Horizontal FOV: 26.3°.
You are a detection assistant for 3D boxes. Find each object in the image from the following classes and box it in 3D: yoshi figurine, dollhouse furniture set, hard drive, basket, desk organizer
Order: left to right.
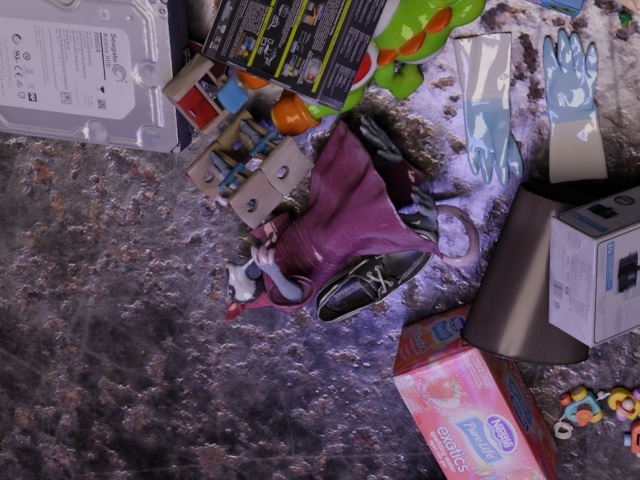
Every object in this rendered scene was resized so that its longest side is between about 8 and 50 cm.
[{"bbox_3d":[-0.347,-0.255,1.941,0.338,0.064,0.237,9,119,18],"label":"hard drive"},{"bbox_3d":[-0.189,-0.270,1.949,0.130,0.047,0.050,23,116,-2],"label":"desk organizer"},{"bbox_3d":[-0.131,-0.133,1.873,0.129,0.129,0.184,-47,131,-8],"label":"dollhouse furniture set"},{"bbox_3d":[0.072,-0.291,1.850,0.362,0.203,0.203,-22,73,34],"label":"yoshi figurine"},{"bbox_3d":[0.316,0.042,1.933,0.204,0.154,0.227,4,107,-30],"label":"basket"}]

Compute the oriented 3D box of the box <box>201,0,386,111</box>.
[{"bbox_3d":[-0.017,-0.327,1.767,0.216,0.060,0.270,25,97,35],"label":"box"}]

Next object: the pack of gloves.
[{"bbox_3d":[0.293,-0.176,1.910,0.195,0.046,0.232,-4,116,13],"label":"pack of gloves"}]

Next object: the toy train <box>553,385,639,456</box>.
[{"bbox_3d":[0.447,0.286,2.118,0.166,0.046,0.125,5,117,7],"label":"toy train"}]

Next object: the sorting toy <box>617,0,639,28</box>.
[{"bbox_3d":[0.415,-0.325,1.829,0.062,0.012,0.083,30,115,-11],"label":"sorting toy"}]

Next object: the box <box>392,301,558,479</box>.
[{"bbox_3d":[0.240,0.264,2.085,0.142,0.154,0.300,-21,110,20],"label":"box"}]

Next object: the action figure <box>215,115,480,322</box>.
[{"bbox_3d":[0.000,0.000,1.998,0.275,0.248,0.370,30,119,-31],"label":"action figure"}]

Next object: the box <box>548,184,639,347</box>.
[{"bbox_3d":[0.448,0.015,1.861,0.290,0.087,0.169,-18,120,-28],"label":"box"}]

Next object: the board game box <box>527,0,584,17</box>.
[{"bbox_3d":[0.242,-0.385,1.689,0.211,0.039,0.160,19,84,-2],"label":"board game box"}]

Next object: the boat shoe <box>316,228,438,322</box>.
[{"bbox_3d":[0.085,0.058,2.053,0.219,0.070,0.078,-36,106,24],"label":"boat shoe"}]

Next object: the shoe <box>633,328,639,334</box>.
[{"bbox_3d":[0.492,0.108,2.018,0.219,0.058,0.077,19,101,-4],"label":"shoe"}]
